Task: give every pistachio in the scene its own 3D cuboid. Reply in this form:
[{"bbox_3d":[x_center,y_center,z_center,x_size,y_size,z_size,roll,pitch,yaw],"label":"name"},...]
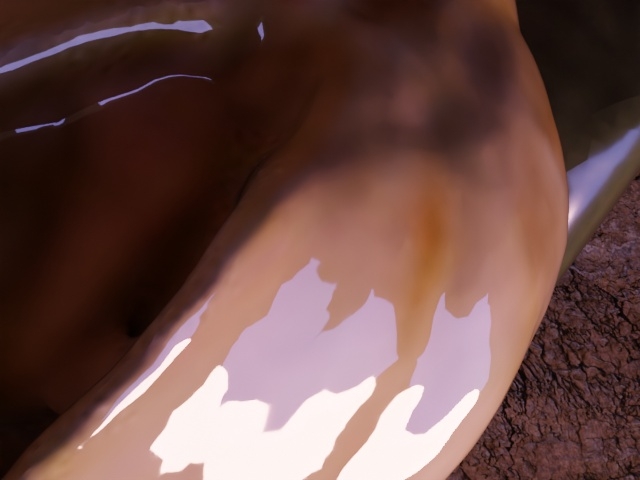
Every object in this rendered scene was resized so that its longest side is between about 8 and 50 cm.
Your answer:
[{"bbox_3d":[-0.076,0.012,0.422,0.321,0.229,0.238,-40,172,-11],"label":"pistachio"}]

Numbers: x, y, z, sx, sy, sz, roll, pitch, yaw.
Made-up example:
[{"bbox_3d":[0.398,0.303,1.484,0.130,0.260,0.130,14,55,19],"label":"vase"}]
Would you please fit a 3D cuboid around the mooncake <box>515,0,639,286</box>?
[{"bbox_3d":[0.068,-0.060,0.806,0.356,0.194,0.356,-55,173,-11],"label":"mooncake"}]
